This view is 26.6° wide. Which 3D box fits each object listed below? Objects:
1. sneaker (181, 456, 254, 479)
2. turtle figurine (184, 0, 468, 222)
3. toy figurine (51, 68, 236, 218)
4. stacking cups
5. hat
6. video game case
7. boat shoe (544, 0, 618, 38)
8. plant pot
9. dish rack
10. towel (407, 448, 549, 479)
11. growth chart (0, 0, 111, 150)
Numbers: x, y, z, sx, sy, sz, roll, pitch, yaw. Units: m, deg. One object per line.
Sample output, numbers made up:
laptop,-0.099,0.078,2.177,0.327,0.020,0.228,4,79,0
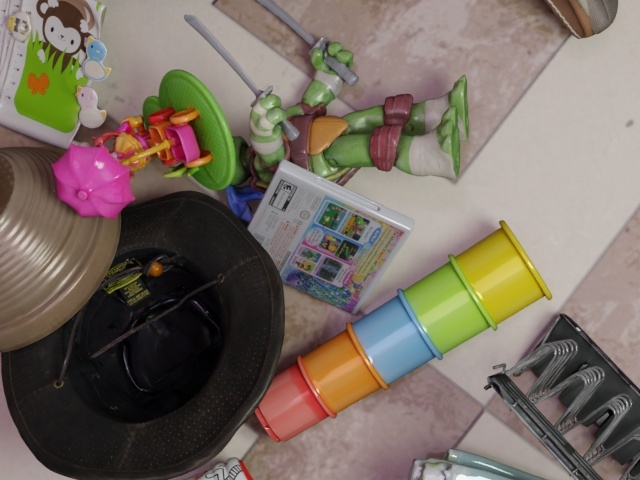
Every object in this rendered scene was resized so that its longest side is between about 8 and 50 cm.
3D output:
sneaker,-0.065,0.351,1.351,0.145,0.090,0.270,-32,84,-3
turtle figurine,0.008,-0.148,1.350,0.266,0.198,0.275,1,86,13
toy figurine,-0.196,-0.083,1.340,0.159,0.173,0.130,-27,112,-28
stacking cups,0.079,0.106,1.365,0.316,0.096,0.096,-34,80,5
hat,-0.161,0.118,1.360,0.331,0.134,0.331,-11,54,15
video game case,0.000,0.000,1.350,0.143,0.157,0.019,25,49,-5
boat shoe,0.191,-0.342,1.405,0.116,0.123,0.324,-35,86,37
plant pot,-0.332,-0.014,1.377,0.237,0.110,0.237,-14,53,19
dish rack,0.253,0.169,1.243,0.208,0.271,0.074,46,103,15
towel,0.221,0.399,1.283,0.374,0.090,0.321,19,88,-2
growth chart,-0.294,-0.217,1.445,0.172,0.021,0.237,12,104,26
